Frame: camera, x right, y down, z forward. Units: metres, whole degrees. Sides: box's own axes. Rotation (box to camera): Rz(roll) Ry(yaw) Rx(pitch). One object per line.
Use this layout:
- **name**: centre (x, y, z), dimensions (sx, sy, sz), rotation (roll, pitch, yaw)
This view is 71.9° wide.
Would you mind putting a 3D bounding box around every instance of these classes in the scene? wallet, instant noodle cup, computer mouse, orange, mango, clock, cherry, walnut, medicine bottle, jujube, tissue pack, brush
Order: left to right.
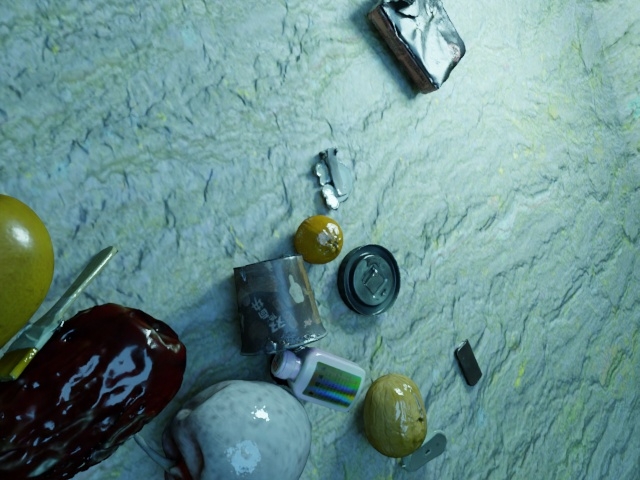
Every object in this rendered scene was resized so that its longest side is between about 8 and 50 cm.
- **mango**: centre (-0.615, 0.091, 0.723), dimensions (0.264, 0.221, 0.377), rotation (28, 81, -34)
- **brush**: centre (-0.476, 0.116, 0.816), dimensions (0.336, 0.086, 0.020), rotation (-76, 147, -52)
- **jujube**: centre (-0.432, 0.274, 0.815), dimensions (0.377, 0.258, 0.258), rotation (-37, 106, -30)
- **cherry**: centre (-0.171, 0.437, 0.939), dimensions (0.335, 0.291, 0.326), rotation (-32, 135, -30)
- **instant noodle cup**: centre (-0.106, 0.148, 1.055), dimensions (0.218, 0.217, 0.207), rotation (-9, 85, -33)
- **medicine bottle**: centre (-0.007, 0.318, 1.034), dimensions (0.219, 0.078, 0.115), rotation (27, 89, -22)
- **orange**: centre (0.000, -0.002, 1.178), dimensions (0.136, 0.118, 0.135), rotation (8, 77, -36)
- **clock**: centre (0.145, 0.117, 1.307), dimensions (0.215, 0.042, 0.214), rotation (3, 85, -33)
- **walnut**: centre (0.211, 0.491, 1.245), dimensions (0.193, 0.193, 0.225), rotation (2, 83, -32)
- **tissue pack**: centre (0.321, -0.667, 1.423), dimensions (0.332, 0.123, 0.245), rotation (48, 62, -21)
- **computer mouse**: centre (0.311, 0.649, 1.370), dimensions (0.182, 0.056, 0.089), rotation (-22, 100, -25)
- **wallet**: centre (0.516, 0.427, 1.537), dimensions (0.082, 0.018, 0.156), rotation (-35, 105, -30)

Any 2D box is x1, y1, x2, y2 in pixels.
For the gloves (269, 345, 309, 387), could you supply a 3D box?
- **gloves**: centre (-0.035, 0.335, 1.137), dimensions (0.181, 0.129, 0.106), rotation (30, 81, -22)

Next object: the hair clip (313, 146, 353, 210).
- **hair clip**: centre (0.043, -0.178, 1.259), dimensions (0.116, 0.049, 0.172), rotation (-24, 102, -27)

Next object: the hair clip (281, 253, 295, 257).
- **hair clip**: centre (-0.056, 0.121, 1.183), dimensions (0.060, 0.033, 0.188), rotation (-20, 95, -34)
